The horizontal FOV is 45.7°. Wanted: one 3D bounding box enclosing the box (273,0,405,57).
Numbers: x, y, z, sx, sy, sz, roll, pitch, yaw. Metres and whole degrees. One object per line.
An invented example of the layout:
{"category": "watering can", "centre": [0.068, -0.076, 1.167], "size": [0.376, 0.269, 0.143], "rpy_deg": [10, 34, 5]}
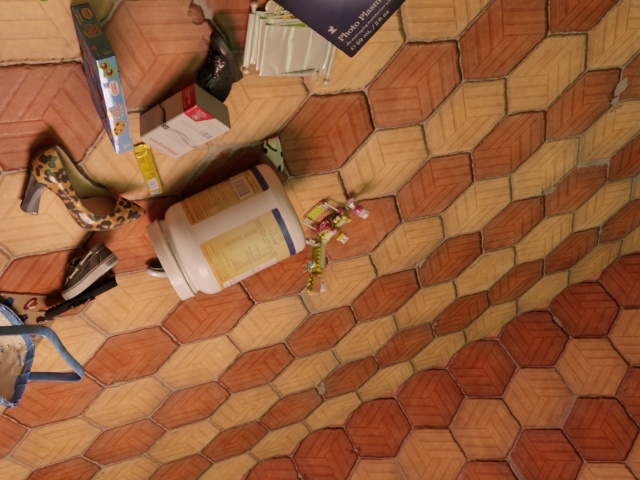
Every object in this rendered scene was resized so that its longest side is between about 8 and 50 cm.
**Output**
{"category": "box", "centre": [0.032, -0.527, 1.317], "size": [0.296, 0.182, 0.294], "rpy_deg": [-45, 141, 20]}

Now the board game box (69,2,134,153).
{"category": "board game box", "centre": [-0.384, -0.282, 1.340], "size": [0.039, 0.160, 0.211], "rpy_deg": [-19, 145, -19]}

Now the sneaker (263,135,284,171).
{"category": "sneaker", "centre": [-0.109, -0.202, 1.778], "size": [0.044, 0.040, 0.109], "rpy_deg": [-10, 141, -1]}

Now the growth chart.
{"category": "growth chart", "centre": [-0.054, -0.403, 1.542], "size": [0.237, 0.021, 0.171], "rpy_deg": [-3, 125, -36]}

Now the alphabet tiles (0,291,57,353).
{"category": "alphabet tiles", "centre": [-0.812, 0.215, 1.793], "size": [0.343, 0.011, 0.285], "rpy_deg": [10, 129, -45]}

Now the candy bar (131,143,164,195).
{"category": "candy bar", "centre": [-0.372, -0.150, 1.650], "size": [0.040, 0.018, 0.161], "rpy_deg": [-20, 146, -10]}

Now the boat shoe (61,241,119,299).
{"category": "boat shoe", "centre": [-0.543, 0.067, 1.755], "size": [0.219, 0.070, 0.078], "rpy_deg": [-33, -170, 37]}

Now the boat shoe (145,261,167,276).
{"category": "boat shoe", "centre": [-0.371, 0.063, 1.911], "size": [0.142, 0.049, 0.040], "rpy_deg": [-2, 118, -39]}

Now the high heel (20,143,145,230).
{"category": "high heel", "centre": [-0.465, -0.110, 1.556], "size": [0.261, 0.093, 0.186], "rpy_deg": [6, 139, -31]}

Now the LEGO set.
{"category": "LEGO set", "centre": [0.000, 0.000, 2.035], "size": [0.107, 0.132, 0.286], "rpy_deg": [29, 93, -47]}

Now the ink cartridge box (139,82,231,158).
{"category": "ink cartridge box", "centre": [-0.275, -0.238, 1.536], "size": [0.151, 0.063, 0.109], "rpy_deg": [-24, 151, 24]}

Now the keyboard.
{"category": "keyboard", "centre": [-0.570, 0.136, 1.811], "size": [0.180, 0.108, 0.023], "rpy_deg": [-28, 105, -12]}

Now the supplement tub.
{"category": "supplement tub", "centre": [-0.217, -0.016, 1.756], "size": [0.316, 0.228, 0.228], "rpy_deg": [-26, 146, -7]}

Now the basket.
{"category": "basket", "centre": [-0.705, 0.256, 1.709], "size": [0.289, 0.201, 0.254], "rpy_deg": [3, 145, 6]}

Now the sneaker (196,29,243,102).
{"category": "sneaker", "centre": [-0.208, -0.335, 1.503], "size": [0.089, 0.051, 0.170], "rpy_deg": [-32, 154, -2]}
